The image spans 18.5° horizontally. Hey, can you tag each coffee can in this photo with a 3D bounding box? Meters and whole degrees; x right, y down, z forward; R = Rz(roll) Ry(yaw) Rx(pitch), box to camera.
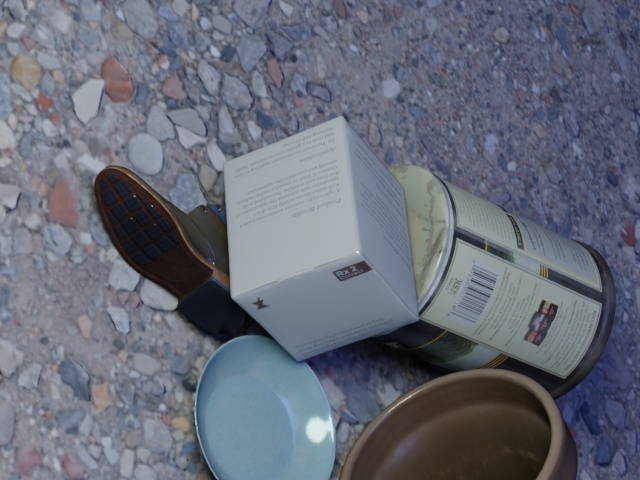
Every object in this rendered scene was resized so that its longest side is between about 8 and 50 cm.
[{"bbox_3d":[0.171,0.052,2.239,0.275,0.201,0.201,24,59,-35],"label":"coffee can"}]

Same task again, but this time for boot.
[{"bbox_3d":[-0.150,-0.008,2.064,0.219,0.082,0.106,51,28,-17],"label":"boot"}]

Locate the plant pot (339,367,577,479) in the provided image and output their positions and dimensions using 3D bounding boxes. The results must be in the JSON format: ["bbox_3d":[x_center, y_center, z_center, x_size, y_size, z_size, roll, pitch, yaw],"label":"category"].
[{"bbox_3d":[0.179,0.308,2.143,0.229,0.263,0.263,60,41,-35],"label":"plant pot"}]

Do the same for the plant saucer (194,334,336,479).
[{"bbox_3d":[-0.066,0.198,2.071,0.195,0.037,0.195,18,63,-38],"label":"plant saucer"}]

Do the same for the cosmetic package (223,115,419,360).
[{"bbox_3d":[0.000,0.000,2.081,0.151,0.151,0.183,46,31,-48],"label":"cosmetic package"}]
